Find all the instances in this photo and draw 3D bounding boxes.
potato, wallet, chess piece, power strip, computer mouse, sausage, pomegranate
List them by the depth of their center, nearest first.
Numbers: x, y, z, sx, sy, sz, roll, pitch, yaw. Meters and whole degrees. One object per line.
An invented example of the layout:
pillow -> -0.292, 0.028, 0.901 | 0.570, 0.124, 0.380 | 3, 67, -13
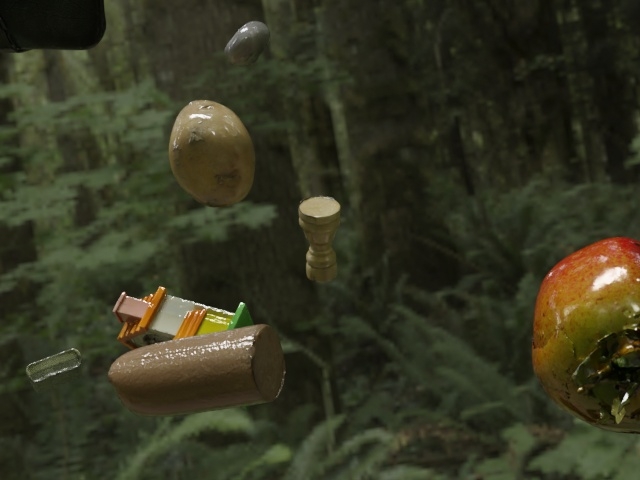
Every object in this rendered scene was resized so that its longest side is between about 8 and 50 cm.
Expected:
pomegranate -> 0.319, 0.104, 1.323 | 0.210, 0.210, 0.235 | -10, 11, 19
wallet -> -0.432, -0.325, 1.600 | 0.318, 0.172, 0.045 | 1, 16, 4
potato -> -0.139, -0.116, 1.657 | 0.112, 0.147, 0.112 | -18, 4, 1
computer mouse -> -0.094, -0.262, 1.702 | 0.066, 0.039, 0.096 | -49, -4, 16
chess piece -> 0.000, 0.000, 1.908 | 0.066, 0.122, 0.066 | -2, 31, 1
sausage -> -0.191, 0.207, 1.955 | 0.253, 0.123, 0.123 | -10, -2, 20
power strip -> -0.452, 0.226, 2.157 | 0.092, 0.034, 0.268 | -21, -7, -13

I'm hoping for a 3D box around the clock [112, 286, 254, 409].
clock -> -0.246, 0.187, 2.305 | 0.255, 0.106, 0.219 | 13, -31, 20
